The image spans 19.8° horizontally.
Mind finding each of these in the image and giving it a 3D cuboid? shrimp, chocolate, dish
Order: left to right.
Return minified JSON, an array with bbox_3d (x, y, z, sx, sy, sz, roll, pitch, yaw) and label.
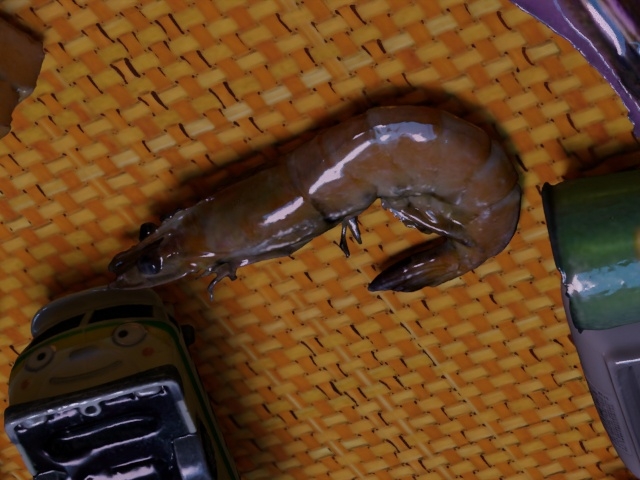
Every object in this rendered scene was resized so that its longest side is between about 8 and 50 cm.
[{"bbox_3d":[0.000,0.000,1.259,0.296,0.058,0.169,-22,130,23],"label":"shrimp"},{"bbox_3d":[0.262,0.103,1.297,0.151,0.077,0.212,-9,132,17],"label":"dish"},{"bbox_3d":[0.295,-0.014,1.166,0.291,0.110,0.110,-11,131,16],"label":"chocolate"}]

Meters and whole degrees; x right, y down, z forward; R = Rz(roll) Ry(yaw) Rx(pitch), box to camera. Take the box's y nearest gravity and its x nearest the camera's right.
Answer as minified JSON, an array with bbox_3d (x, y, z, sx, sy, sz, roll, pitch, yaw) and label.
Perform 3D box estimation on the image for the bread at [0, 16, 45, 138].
[{"bbox_3d":[-0.348,-0.092,1.179,0.246,0.111,0.239,33,129,-21],"label":"bread"}]

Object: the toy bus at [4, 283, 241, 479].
[{"bbox_3d":[-0.134,0.163,1.358,0.133,0.165,0.276,-15,131,2],"label":"toy bus"}]

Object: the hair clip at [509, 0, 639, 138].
[{"bbox_3d":[0.174,-0.136,1.049,0.110,0.095,0.359,-26,105,44],"label":"hair clip"}]
